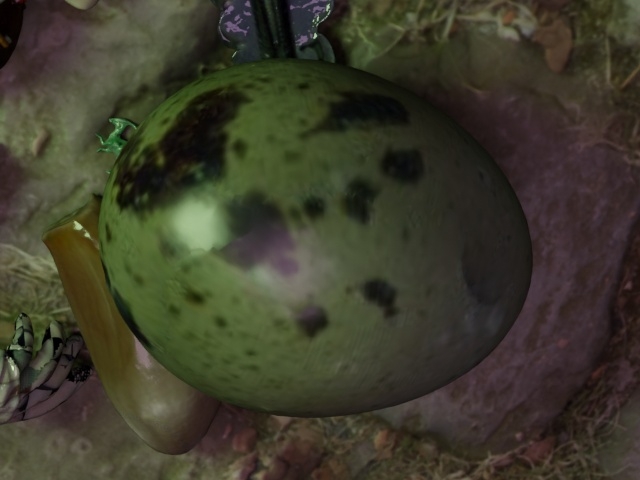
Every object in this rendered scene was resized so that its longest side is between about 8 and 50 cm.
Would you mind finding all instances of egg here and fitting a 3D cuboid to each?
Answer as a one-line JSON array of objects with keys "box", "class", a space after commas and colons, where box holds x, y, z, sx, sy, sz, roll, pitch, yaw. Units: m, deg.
[{"box": [0.000, 0.000, 1.355, 0.428, 0.345, 0.345, 5, 114, -20], "class": "egg"}]

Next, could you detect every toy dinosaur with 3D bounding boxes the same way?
[{"box": [-0.202, -0.093, 1.483, 0.083, 0.021, 0.062, 24, 98, -9], "class": "toy dinosaur"}]

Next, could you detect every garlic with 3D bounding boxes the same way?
[{"box": [-0.192, 0.097, 1.530, 0.143, 0.112, 0.318, -22, 101, 11], "class": "garlic"}]

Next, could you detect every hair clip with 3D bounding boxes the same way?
[{"box": [-0.048, -0.232, 1.412, 0.124, 0.052, 0.195, -10, 118, 9], "class": "hair clip"}]

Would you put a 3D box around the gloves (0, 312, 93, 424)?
[{"box": [-0.344, 0.150, 1.510, 0.212, 0.111, 0.127, 10, 128, -30], "class": "gloves"}]

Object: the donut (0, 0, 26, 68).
[{"box": [-0.413, -0.237, 1.336, 0.270, 0.103, 0.269, 9, 133, 10], "class": "donut"}]

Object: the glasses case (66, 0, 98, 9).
[{"box": [-0.285, -0.305, 1.357, 0.196, 0.083, 0.050, 40, 106, -18], "class": "glasses case"}]
